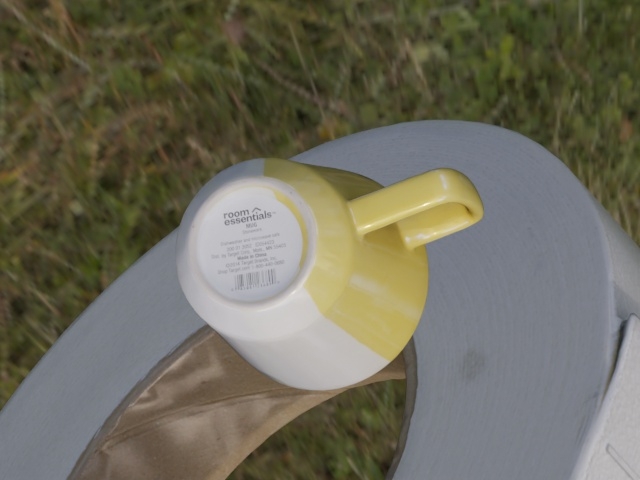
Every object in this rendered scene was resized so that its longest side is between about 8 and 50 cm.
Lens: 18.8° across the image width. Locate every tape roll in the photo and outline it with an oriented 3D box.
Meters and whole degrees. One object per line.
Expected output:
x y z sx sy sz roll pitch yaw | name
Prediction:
-0.023 0.116 0.798 0.392 0.072 0.392 -31 33 22 | tape roll

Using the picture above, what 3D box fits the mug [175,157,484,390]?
-0.004 0.000 0.514 0.062 0.064 0.078 38 93 19 | mug
